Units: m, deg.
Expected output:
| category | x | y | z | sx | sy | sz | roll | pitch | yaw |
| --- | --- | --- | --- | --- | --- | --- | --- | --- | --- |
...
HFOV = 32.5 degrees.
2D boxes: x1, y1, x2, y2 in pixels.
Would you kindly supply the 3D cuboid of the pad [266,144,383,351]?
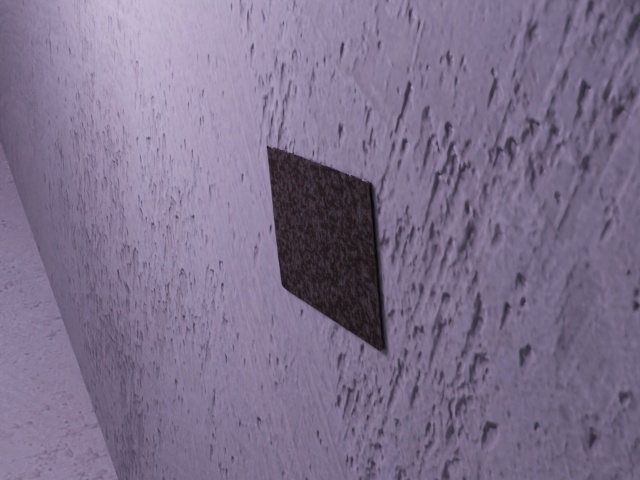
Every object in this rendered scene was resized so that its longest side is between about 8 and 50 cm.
| category | x | y | z | sx | sy | sz | roll | pitch | yaw |
| --- | --- | --- | --- | --- | --- | --- | --- | --- | --- |
| pad | 0.000 | 0.000 | 1.055 | 0.235 | 0.003 | 0.158 | -154 | 55 | -62 |
